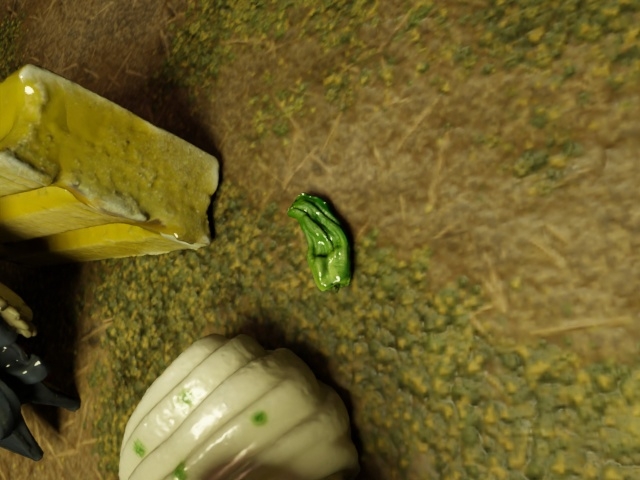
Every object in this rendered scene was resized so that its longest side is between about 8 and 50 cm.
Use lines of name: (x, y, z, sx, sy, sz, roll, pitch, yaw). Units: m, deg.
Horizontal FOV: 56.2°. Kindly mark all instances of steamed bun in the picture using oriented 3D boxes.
steamed bun: (-0.069, 0.149, 0.408, 0.183, 0.106, 0.183, -9, 74, 33)

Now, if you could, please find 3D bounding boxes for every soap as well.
soap: (-0.266, -0.046, 0.549, 0.315, 0.199, 0.091, -6, 69, 38)

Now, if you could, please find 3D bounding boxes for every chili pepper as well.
chili pepper: (0.000, -0.001, 0.441, 0.034, 0.030, 0.091, -57, 46, 44)

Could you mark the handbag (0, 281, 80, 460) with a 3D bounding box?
handbag: (-0.398, 0.059, 0.529, 0.329, 0.303, 0.122, 13, 56, 22)
